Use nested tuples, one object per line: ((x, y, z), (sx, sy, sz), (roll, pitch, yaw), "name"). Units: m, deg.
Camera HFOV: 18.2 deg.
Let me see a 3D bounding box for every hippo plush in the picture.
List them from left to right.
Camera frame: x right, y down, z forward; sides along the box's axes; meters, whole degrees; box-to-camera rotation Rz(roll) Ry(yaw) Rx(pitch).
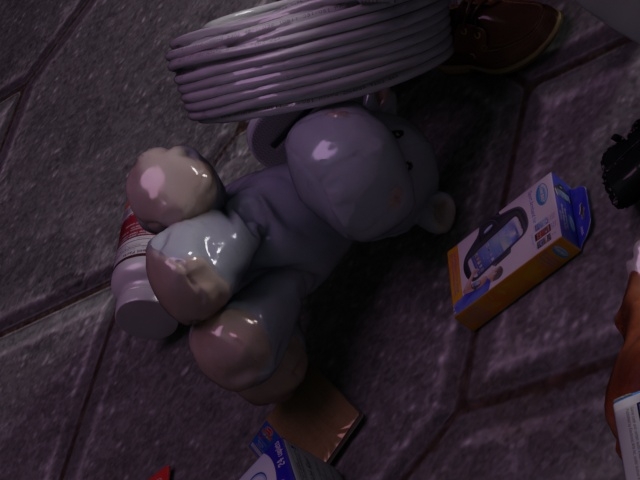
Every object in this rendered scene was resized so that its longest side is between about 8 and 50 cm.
((0.000, 0.000, 1.738), (0.236, 0.294, 0.234), (-23, 78, 15), "hippo plush")

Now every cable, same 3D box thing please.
((-0.007, -0.173, 1.772), (0.257, 0.089, 0.257), (-15, 9, 7), "cable")

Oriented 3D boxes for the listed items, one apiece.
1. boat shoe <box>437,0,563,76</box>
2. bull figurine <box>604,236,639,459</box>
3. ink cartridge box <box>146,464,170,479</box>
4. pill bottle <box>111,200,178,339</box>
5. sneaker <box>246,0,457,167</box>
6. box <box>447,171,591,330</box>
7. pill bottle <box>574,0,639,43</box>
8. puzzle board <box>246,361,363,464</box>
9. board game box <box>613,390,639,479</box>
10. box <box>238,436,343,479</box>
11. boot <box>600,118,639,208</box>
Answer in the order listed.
((0.146, -0.188, 1.807), (0.178, 0.060, 0.064), (-3, 58, 57), "boat shoe")
((0.305, 0.043, 1.272), (0.310, 0.101, 0.188), (-27, 35, 39), "bull figurine")
((-0.249, 0.366, 1.836), (0.261, 0.066, 0.296), (-40, 32, 30), "ink cartridge box")
((-0.168, 0.024, 2.049), (0.086, 0.086, 0.152), (-33, 35, 36), "pill bottle")
((0.026, -0.178, 1.955), (0.258, 0.094, 0.091), (-38, 18, 18), "sneaker")
((0.160, 0.005, 1.615), (0.136, 0.028, 0.081), (-41, 31, 29), "box")
((0.335, -0.336, 1.492), (0.392, 0.224, 0.224), (-58, 28, -4), "pill bottle")
((-0.013, 0.167, 1.734), (0.096, 0.011, 0.128), (-56, 27, 3), "puzzle board")
((0.320, 0.170, 1.022), (0.302, 0.086, 0.308), (-24, 44, 23), "board game box")
((-0.039, 0.254, 1.616), (0.137, 0.072, 0.126), (-48, 28, 15), "box")
((0.259, -0.057, 1.508), (0.099, 0.045, 0.121), (-37, 26, 28), "boot")
